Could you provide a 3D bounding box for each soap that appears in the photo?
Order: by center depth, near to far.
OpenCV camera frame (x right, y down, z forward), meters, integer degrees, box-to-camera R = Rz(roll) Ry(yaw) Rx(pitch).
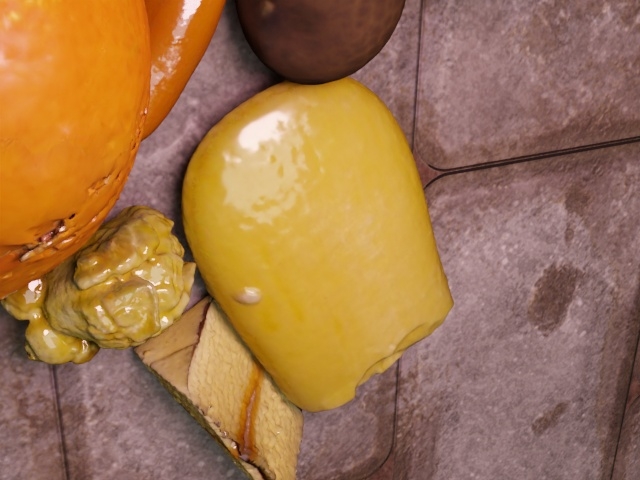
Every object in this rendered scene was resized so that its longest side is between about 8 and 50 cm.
[{"bbox_3d":[-0.001,-0.001,1.135,0.306,0.115,0.427,-29,123,-10],"label":"soap"}]

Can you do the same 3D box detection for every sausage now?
[{"bbox_3d":[-0.164,-0.210,0.951,0.098,0.098,0.238,24,103,-35],"label":"sausage"}]

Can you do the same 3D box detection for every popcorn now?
[{"bbox_3d":[-0.242,0.042,1.001,0.195,0.168,0.173,-14,141,20],"label":"popcorn"}]

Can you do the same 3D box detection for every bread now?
[{"bbox_3d":[-0.120,0.208,1.171,0.266,0.141,0.178,61,38,-34],"label":"bread"}]

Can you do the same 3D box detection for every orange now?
[{"bbox_3d":[-0.319,-0.101,0.644,0.423,0.424,0.326,-26,84,-16],"label":"orange"}]

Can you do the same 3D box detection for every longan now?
[{"bbox_3d":[-0.001,-0.273,0.960,0.198,0.198,0.212,-32,137,-12],"label":"longan"}]
